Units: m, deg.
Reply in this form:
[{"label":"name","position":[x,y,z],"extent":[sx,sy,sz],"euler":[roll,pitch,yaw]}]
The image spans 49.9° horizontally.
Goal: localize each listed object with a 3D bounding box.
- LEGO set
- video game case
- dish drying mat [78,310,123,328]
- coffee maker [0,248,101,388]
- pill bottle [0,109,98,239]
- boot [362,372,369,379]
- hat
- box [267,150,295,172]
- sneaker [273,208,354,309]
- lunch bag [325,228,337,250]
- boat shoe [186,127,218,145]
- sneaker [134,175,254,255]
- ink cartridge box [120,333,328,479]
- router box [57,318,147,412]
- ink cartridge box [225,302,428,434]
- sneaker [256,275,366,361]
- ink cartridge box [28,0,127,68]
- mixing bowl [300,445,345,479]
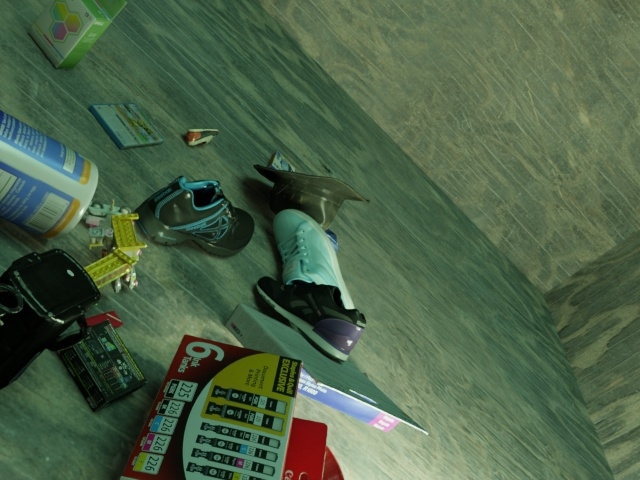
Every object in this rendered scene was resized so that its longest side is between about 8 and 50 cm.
[{"label":"LEGO set","position":[-0.372,0.052,1.180],"extent":[0.132,0.107,0.287],"euler":[9,38,-5]},{"label":"video game case","position":[-0.444,-0.266,1.588],"extent":[0.119,0.015,0.166],"euler":[51,23,3]},{"label":"dish drying mat","position":[-0.362,0.136,1.137],"extent":[0.032,0.008,0.083],"euler":[55,23,9]},{"label":"coffee maker","position":[-0.405,0.105,0.888],"extent":[0.171,0.178,0.120],"euler":[11,42,-60]},{"label":"pill bottle","position":[-0.506,-0.121,1.081],"extent":[0.272,0.152,0.152],"euler":[32,29,-37]},{"label":"boot","position":[0.094,0.349,1.611],"extent":[0.106,0.037,0.114],"euler":[49,22,-38]},{"label":"hat","position":[-0.040,-0.100,1.858],"extent":[0.331,0.134,0.331],"euler":[17,-5,2]},{"label":"box","position":[-0.119,-0.216,2.089],"extent":[0.081,0.028,0.136],"euler":[43,22,-17]},{"label":"sneaker","position":[-0.037,0.065,1.678],"extent":[0.150,0.135,0.366],"euler":[16,39,-58]},{"label":"lunch bag","position":[0.000,0.000,1.928],"extent":[0.098,0.067,0.065],"euler":[37,26,-26]},{"label":"boat shoe","position":[-0.311,-0.274,1.811],"extent":[0.137,0.049,0.043],"euler":[-29,122,-69]},{"label":"sneaker","position":[-0.233,-0.053,1.492],"extent":[0.125,0.139,0.341],"euler":[57,22,19]},{"label":"ink cartridge box","position":[-0.118,0.304,1.020],"extent":[0.271,0.130,0.309],"euler":[13,29,-2]},{"label":"router box","position":[-0.336,0.190,1.058],"extent":[0.122,0.038,0.092],"euler":[56,27,8]},{"label":"ink cartridge box","position":[0.006,0.272,1.361],"extent":[0.324,0.071,0.330],"euler":[33,2,-36]},{"label":"sneaker","position":[-0.015,0.139,1.524],"extent":[0.283,0.124,0.107],"euler":[35,2,30]},{"label":"ink cartridge box","position":[-0.534,-0.488,1.508],"extent":[0.109,0.209,0.062],"euler":[51,22,3]},{"label":"mixing bowl","position":[-0.050,0.414,1.171],"extent":[0.181,0.098,0.181],"euler":[40,26,-24]}]
